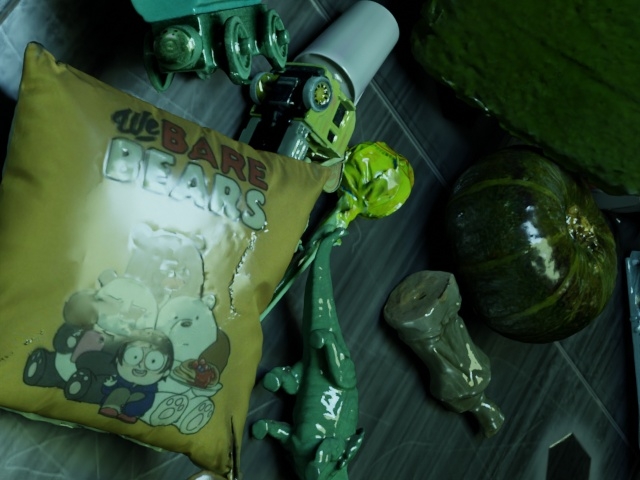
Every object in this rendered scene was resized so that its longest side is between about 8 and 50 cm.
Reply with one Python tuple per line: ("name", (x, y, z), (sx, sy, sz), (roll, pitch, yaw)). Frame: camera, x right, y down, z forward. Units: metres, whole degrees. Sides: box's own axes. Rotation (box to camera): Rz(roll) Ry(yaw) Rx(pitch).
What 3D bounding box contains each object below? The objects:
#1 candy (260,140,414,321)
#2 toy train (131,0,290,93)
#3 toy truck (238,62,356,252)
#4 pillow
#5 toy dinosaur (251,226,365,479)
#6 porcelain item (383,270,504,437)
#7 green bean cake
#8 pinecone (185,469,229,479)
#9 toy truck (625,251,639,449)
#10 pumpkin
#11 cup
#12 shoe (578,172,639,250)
("candy", (0.001, -0.001, 1.723), (0.262, 0.077, 0.073), (-49, 137, -26))
("toy train", (-0.100, -0.215, 1.552), (0.248, 0.101, 0.159), (-40, 119, -72))
("toy truck", (-0.030, -0.068, 1.673), (0.116, 0.085, 0.191), (42, 63, -45))
("pillow", (-0.158, 0.028, 1.492), (0.310, 0.119, 0.312), (20, 81, -26))
("toy dinosaur", (-0.008, 0.140, 1.688), (0.120, 0.079, 0.292), (-27, 114, -49))
("porcelain item", (0.145, 0.136, 1.863), (0.081, 0.069, 0.215), (-56, 130, -37))
("green bean cake", (0.295, -0.244, 1.785), (0.319, 0.335, 0.218), (35, 51, -2))
("pinecone", (-0.068, 0.386, 1.424), (0.384, 0.384, 0.384), (3, 86, -45))
("toy truck", (0.458, 0.166, 2.130), (0.184, 0.133, 0.338), (7, 80, -35))
("pumpkin", (0.225, 0.005, 1.878), (0.224, 0.157, 0.223), (34, 47, -46))
("cup", (0.028, -0.175, 1.756), (0.116, 0.074, 0.104), (-52, 147, -39))
("shoe", (0.350, -0.074, 2.056), (0.227, 0.099, 0.112), (37, 70, -39))
